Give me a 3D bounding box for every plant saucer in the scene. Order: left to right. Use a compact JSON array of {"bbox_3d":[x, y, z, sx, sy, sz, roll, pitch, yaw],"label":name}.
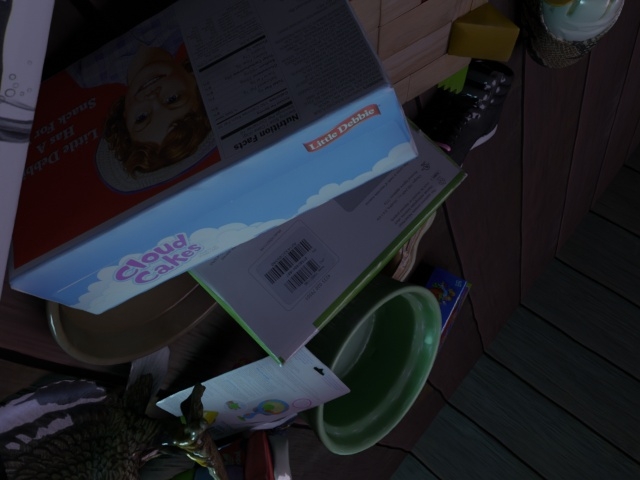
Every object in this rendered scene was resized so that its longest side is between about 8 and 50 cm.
[{"bbox_3d":[-0.160,0.008,0.609,0.278,0.041,0.278,-40,152,-26],"label":"plant saucer"}]

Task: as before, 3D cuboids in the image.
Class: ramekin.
[{"bbox_3d":[0.057,0.188,0.991,0.303,0.148,0.304,-24,126,-38],"label":"ramekin"}]

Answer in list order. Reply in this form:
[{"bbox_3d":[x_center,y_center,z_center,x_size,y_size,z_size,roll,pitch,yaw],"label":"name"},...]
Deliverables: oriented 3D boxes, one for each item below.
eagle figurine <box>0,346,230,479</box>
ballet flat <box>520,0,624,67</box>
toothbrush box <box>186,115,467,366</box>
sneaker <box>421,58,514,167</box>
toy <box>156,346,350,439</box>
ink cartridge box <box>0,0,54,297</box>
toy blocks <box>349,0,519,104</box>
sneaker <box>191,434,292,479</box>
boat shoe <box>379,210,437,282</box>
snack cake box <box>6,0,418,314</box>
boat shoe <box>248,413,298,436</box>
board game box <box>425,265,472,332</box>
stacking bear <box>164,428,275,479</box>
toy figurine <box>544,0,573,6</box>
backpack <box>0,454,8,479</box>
[{"bbox_3d":[-0.262,0.256,0.636,0.298,0.225,0.226,-15,97,-10],"label":"eagle figurine"},{"bbox_3d":[0.413,-0.451,0.856,0.182,0.163,0.483,-82,177,-47],"label":"ballet flat"},{"bbox_3d":[0.000,0.000,0.572,0.206,0.122,0.283,-45,176,-7],"label":"toothbrush box"},{"bbox_3d":[0.207,-0.195,0.915,0.295,0.104,0.147,-40,148,-37],"label":"sneaker"},{"bbox_3d":[-0.095,0.204,0.825,0.237,0.056,0.137,-27,130,16],"label":"toy"},{"bbox_3d":[-0.252,-0.104,0.248,0.223,0.129,0.308,-11,131,-53],"label":"ink cartridge box"},{"bbox_3d":[0.037,-0.233,0.544,0.260,0.191,0.381,-33,157,-13],"label":"toy blocks"},{"bbox_3d":[-0.162,0.434,1.043,0.148,0.131,0.350,2,142,-19],"label":"sneaker"},{"bbox_3d":[0.145,0.001,1.087,0.072,0.068,0.190,19,95,-49],"label":"boat shoe"},{"bbox_3d":[-0.086,-0.075,0.406,0.264,0.152,0.089,-26,154,10],"label":"snack cake box"},{"bbox_3d":[-0.091,0.317,1.020,0.183,0.065,0.083,6,118,-58],"label":"boat shoe"},{"bbox_3d":[0.249,0.239,1.407,0.347,0.078,0.233,-65,162,3],"label":"board game box"},{"bbox_3d":[-0.203,0.399,0.810,0.288,0.175,0.164,-11,105,-5],"label":"stacking bear"},{"bbox_3d":[0.287,-0.410,0.679,0.209,0.213,0.148,-45,168,-10],"label":"toy figurine"},{"bbox_3d":[-0.368,0.228,0.392,0.253,0.191,0.225,-40,139,-8],"label":"backpack"}]
